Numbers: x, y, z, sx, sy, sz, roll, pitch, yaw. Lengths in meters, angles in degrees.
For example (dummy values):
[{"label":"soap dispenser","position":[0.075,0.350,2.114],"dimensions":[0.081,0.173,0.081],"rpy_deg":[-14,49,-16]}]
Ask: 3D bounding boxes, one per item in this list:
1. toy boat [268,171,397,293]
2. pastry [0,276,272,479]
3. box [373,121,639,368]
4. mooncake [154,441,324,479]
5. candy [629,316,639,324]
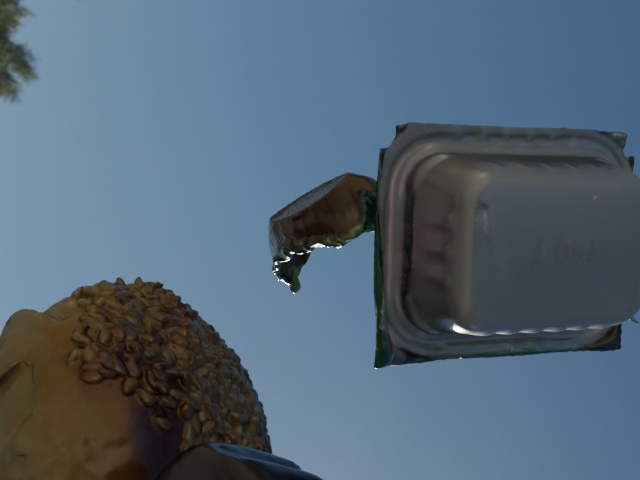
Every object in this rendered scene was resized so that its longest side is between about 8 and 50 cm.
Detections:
[{"label":"toy boat","position":[-0.008,-0.008,1.084],"dimensions":[0.108,0.099,0.293],"rpy_deg":[-43,-177,-29]},{"label":"pastry","position":[-0.208,0.227,1.072],"dimensions":[0.245,0.409,0.409],"rpy_deg":[-30,-139,13]},{"label":"box","position":[0.226,0.009,0.967],"dimensions":[0.106,0.337,0.264],"rpy_deg":[-162,-108,-68]},{"label":"mooncake","position":[-0.068,0.318,0.758],"dimensions":[0.283,0.141,0.282],"rpy_deg":[-28,-126,47]},{"label":"candy","position":[0.279,0.024,1.150],"dimensions":[0.086,0.292,0.059],"rpy_deg":[-38,155,-61]}]
